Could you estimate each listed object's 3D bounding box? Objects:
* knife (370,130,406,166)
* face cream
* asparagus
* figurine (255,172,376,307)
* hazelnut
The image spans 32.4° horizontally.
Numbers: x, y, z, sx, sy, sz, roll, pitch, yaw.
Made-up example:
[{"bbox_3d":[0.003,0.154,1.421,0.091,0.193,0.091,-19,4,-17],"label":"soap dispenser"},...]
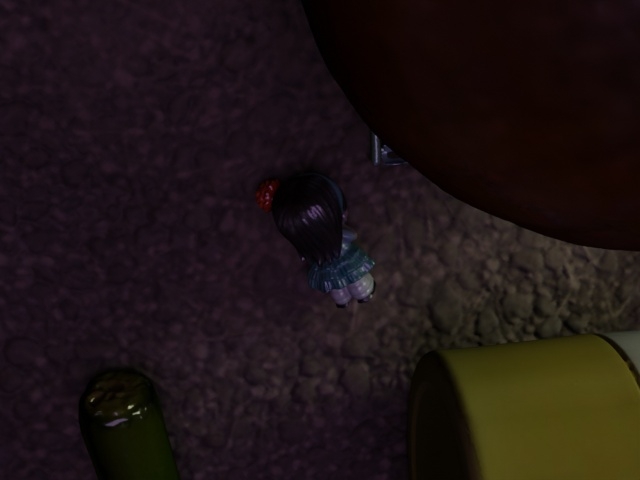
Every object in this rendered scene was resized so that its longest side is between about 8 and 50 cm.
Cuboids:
[{"bbox_3d":[0.137,-0.089,0.759,0.212,0.015,0.054,-7,106,-7],"label":"knife"},{"bbox_3d":[0.169,0.175,0.763,0.179,0.218,0.218,-5,113,-7],"label":"face cream"},{"bbox_3d":[-0.119,0.221,0.816,0.060,0.067,0.278,-26,122,-29],"label":"asparagus"},{"bbox_3d":[0.000,0.000,0.757,0.060,0.047,0.106,-3,129,36],"label":"figurine"},{"bbox_3d":[0.175,-0.196,0.551,0.359,0.359,0.409,2,117,-11],"label":"hazelnut"}]
